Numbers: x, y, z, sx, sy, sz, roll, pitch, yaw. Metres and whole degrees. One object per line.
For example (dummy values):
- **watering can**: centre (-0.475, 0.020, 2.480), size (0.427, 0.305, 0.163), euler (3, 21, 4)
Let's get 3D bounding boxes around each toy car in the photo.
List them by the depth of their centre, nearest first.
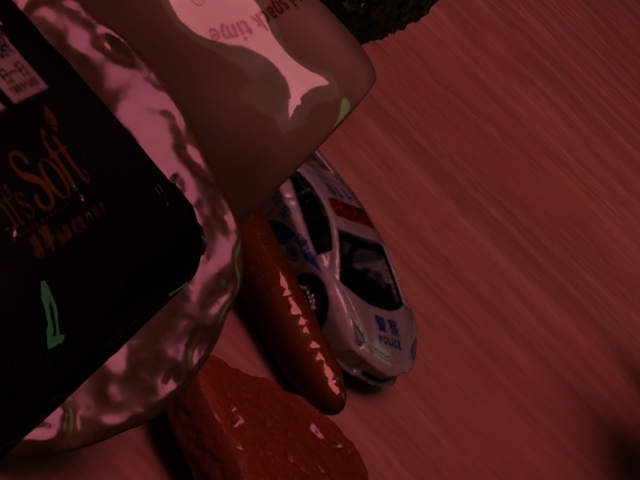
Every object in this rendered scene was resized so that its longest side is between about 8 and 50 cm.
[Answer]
- **toy car**: centre (0.000, 0.000, 1.143), size (0.095, 0.056, 0.205), euler (20, 33, -51)

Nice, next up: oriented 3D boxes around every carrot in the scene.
- **carrot**: centre (-0.046, -0.001, 1.080), size (0.043, 0.043, 0.248), euler (14, 40, -53)

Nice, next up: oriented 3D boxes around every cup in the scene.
- **cup**: centre (-0.122, -0.074, 0.969), size (0.202, 0.255, 0.173), euler (45, -21, -6)

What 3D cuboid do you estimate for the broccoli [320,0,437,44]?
- **broccoli**: centre (-0.037, -0.320, 1.309), size (0.413, 0.310, 0.321), euler (56, 0, -36)

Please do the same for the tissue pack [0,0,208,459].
- **tissue pack**: centre (-0.198, 0.021, 0.543), size (0.210, 0.198, 0.370), euler (44, 21, 2)

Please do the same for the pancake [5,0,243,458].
- **pancake**: centre (-0.144, -0.018, 0.821), size (0.236, 0.042, 0.222), euler (31, 56, -14)

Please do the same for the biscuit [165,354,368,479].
- **biscuit**: centre (0.011, 0.150, 0.922), size (0.186, 0.036, 0.192), euler (23, 31, -50)
